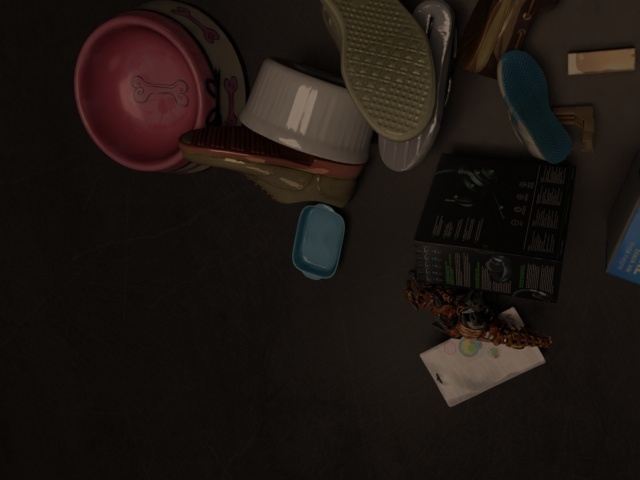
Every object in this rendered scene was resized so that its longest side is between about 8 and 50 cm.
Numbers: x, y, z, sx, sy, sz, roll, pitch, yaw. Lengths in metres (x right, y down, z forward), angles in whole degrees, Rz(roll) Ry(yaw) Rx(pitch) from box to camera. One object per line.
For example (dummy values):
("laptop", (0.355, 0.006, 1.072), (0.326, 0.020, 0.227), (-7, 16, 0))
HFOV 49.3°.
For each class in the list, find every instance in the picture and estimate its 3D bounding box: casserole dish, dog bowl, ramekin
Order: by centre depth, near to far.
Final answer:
("ramekin", (-0.013, -0.266, 1.400), (0.277, 0.277, 0.135), (24, 108, 13))
("dog bowl", (-0.377, -0.336, 1.588), (0.407, 0.150, 0.408), (7, 110, 20))
("casserole dish", (0.000, 0.000, 1.615), (0.114, 0.037, 0.188), (18, 113, 16))

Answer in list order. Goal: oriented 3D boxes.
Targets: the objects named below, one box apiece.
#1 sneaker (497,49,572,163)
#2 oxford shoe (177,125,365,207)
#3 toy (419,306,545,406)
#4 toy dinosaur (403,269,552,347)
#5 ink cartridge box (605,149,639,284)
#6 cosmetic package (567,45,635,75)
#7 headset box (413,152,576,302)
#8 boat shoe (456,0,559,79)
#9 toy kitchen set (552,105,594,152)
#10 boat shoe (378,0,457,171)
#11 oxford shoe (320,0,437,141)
("sneaker", (0.387, -0.249, 1.317), (0.087, 0.092, 0.229), (-31, 108, -5))
("oxford shoe", (-0.110, -0.146, 1.494), (0.396, 0.140, 0.147), (10, 123, -6))
("toy", (0.358, 0.255, 1.546), (0.237, 0.056, 0.137), (-31, 86, 22))
("toy dinosaur", (0.329, 0.129, 1.471), (0.321, 0.164, 0.218), (15, 121, 13))
("ink cartridge box", (0.711, 0.009, 1.187), (0.394, 0.285, 0.166), (21, 116, 15))
("cosmetic package", (0.514, -0.329, 1.278), (0.115, 0.060, 0.041), (0, 108, 21))
("headset box", (0.326, -0.031, 1.338), (0.283, 0.246, 0.131), (8, 141, 19))
("boat shoe", (0.375, -0.456, 1.273), (0.123, 0.123, 0.342), (15, 114, -16))
("toy kitchen set", (0.483, -0.202, 1.334), (0.075, 0.083, 0.068), (2, 150, 22))
("boat shoe", (0.211, -0.298, 1.376), (0.121, 0.119, 0.335), (24, 111, 24))
("oxford shoe", (0.102, -0.368, 1.308), (0.169, 0.130, 0.449), (-22, 65, 2))
